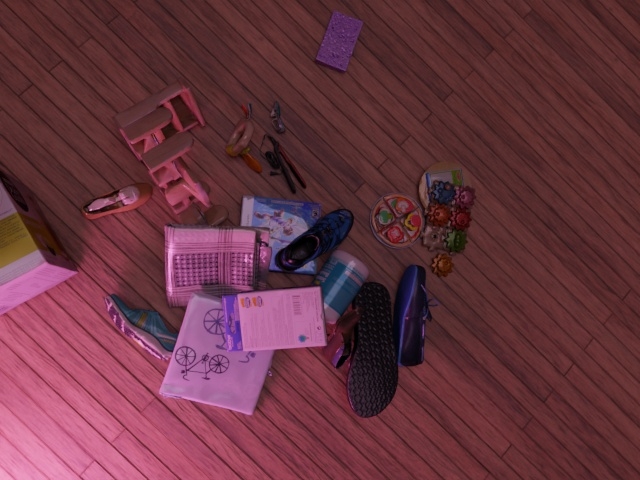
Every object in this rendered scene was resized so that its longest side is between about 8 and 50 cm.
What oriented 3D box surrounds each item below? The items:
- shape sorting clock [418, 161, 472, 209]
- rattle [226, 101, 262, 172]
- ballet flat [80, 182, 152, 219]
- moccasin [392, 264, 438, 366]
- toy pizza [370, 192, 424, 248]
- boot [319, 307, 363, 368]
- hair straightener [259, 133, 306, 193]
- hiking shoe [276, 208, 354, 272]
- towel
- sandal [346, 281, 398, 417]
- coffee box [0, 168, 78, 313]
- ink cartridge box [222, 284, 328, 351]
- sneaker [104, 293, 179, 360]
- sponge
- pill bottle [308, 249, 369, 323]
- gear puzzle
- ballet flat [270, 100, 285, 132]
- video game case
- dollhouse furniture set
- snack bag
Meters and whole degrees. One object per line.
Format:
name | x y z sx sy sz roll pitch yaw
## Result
shape sorting clock | 0.448 -0.179 2.052 0.206 0.040 0.206 0 91 -9
rattle | -0.230 -0.355 1.942 0.143 0.130 0.199 22 52 -17
ballet flat | -0.650 -0.126 1.827 0.232 0.073 0.080 -25 87 -13
moccasin | 0.317 0.253 1.936 0.117 0.138 0.341 9 94 -13
toy pizza | 0.273 -0.072 2.009 0.201 0.032 0.201 1 82 -10
boot | 0.086 0.314 1.833 0.082 0.219 0.106 3 46 -44
hair straightener | -0.141 -0.258 1.953 0.089 0.047 0.230 -30 88 -13
hiking shoe | 0.000 0.000 1.838 0.304 0.132 0.113 -39 93 -16
towel | -0.317 0.089 1.778 0.325 0.056 0.312 1 120 -11
sandal | 0.170 0.363 1.904 0.168 0.107 0.445 8 68 -8
coffee box | -0.958 0.021 1.614 0.338 0.337 0.334 -31 88 -13
ink cartridge box | -0.140 0.242 1.772 0.311 0.065 0.185 -6 93 3
sneaker | -0.556 0.259 1.791 0.275 0.107 0.110 42 58 -7
sponge | 0.068 -0.718 2.066 0.117 0.031 0.210 21 79 -7
pill bottle | 0.035 0.171 1.872 0.146 0.146 0.264 35 77 -4
gear puzzle | 0.444 -0.038 2.009 0.176 0.044 0.338 11 89 -9
ballet flat | -0.153 -0.426 1.981 0.041 0.041 0.114 -13 84 -12
video game case | -0.139 -0.015 1.912 0.270 0.061 0.244 5 82 -10
dollhouse furniture set | -0.421 -0.279 1.759 0.257 0.362 0.394 -34 59 -12
snack bag | -0.303 0.364 1.812 0.323 0.037 0.342 18 86 -17
